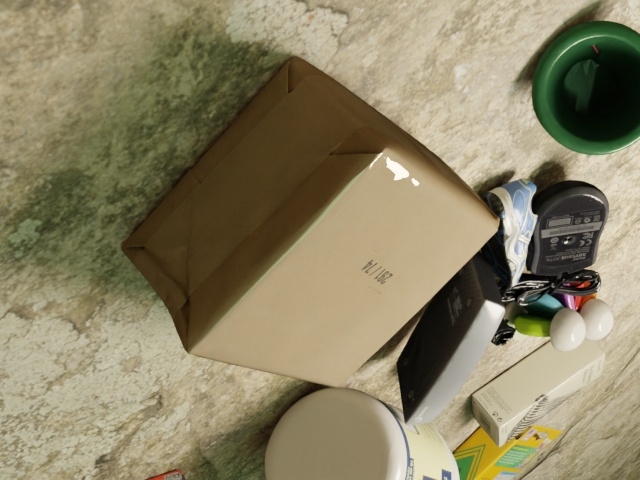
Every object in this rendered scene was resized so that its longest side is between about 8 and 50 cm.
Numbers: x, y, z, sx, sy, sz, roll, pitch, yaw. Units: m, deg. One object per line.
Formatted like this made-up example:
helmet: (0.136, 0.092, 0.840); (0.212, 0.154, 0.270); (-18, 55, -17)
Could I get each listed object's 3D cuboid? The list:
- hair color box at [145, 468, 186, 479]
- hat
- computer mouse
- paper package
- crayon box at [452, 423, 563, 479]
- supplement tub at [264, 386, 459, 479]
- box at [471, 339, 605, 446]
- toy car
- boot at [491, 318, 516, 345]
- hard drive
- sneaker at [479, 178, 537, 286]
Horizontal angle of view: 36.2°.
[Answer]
hair color box: (-0.260, 0.429, 1.489); (0.093, 0.053, 0.167); (-10, 139, -36)
hat: (0.369, -0.218, 1.359); (0.208, 0.183, 0.173); (31, 104, -13)
computer mouse: (0.376, -0.008, 1.567); (0.188, 0.072, 0.272); (-4, 139, -5)
paper package: (0.000, 0.000, 1.118); (0.309, 0.168, 0.325); (-47, 148, 11)
crayon box: (0.375, 0.499, 2.194); (0.323, 0.083, 0.203); (-47, 148, 13)
supplement tub: (0.081, 0.381, 1.605); (0.235, 0.235, 0.325); (-44, 148, 8)
box: (0.445, 0.297, 2.004); (0.275, 0.094, 0.113); (-32, 147, -10)
toy car: (0.415, 0.110, 1.722); (0.182, 0.159, 0.136); (-13, 105, -35)
boot: (0.258, 0.130, 1.603); (0.121, 0.099, 0.045); (4, 127, -48)
hard drive: (0.197, 0.150, 1.504); (0.054, 0.172, 0.254); (20, 119, -13)
sneaker: (0.293, -0.007, 1.481); (0.081, 0.080, 0.211); (-32, 144, -15)
